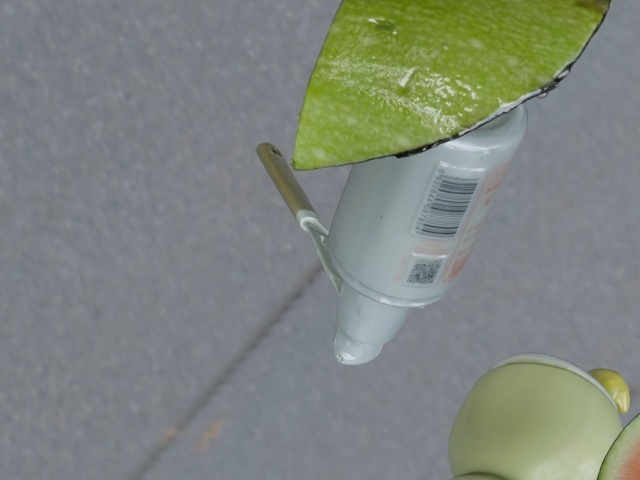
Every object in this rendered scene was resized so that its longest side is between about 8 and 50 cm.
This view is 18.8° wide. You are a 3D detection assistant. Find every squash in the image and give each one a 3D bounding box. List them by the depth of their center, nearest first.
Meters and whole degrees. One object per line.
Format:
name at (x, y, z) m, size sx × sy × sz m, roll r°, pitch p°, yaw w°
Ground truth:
squash at (0.071, -0.136, 1.123) m, size 0.184 × 0.192 × 0.085 m, roll -13°, pitch 121°, yaw 34°

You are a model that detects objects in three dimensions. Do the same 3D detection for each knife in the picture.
knife at (0.002, -0.002, 1.659) m, size 0.047 × 0.298 × 0.017 m, roll 34°, pitch 106°, yaw -34°

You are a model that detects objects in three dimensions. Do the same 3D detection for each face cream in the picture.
face cream at (0.059, -0.009, 1.341) m, size 0.101 × 0.101 × 0.251 m, roll -2°, pitch 136°, yaw -23°

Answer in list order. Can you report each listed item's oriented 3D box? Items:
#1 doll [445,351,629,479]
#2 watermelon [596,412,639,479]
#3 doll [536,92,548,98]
doll at (0.149, 0.190, 1.509) m, size 0.296 × 0.141 × 0.117 m, roll -53°, pitch 139°, yaw -42°
watermelon at (0.221, 0.166, 1.150) m, size 0.135 × 0.094 × 0.125 m, roll -29°, pitch 116°, yaw -29°
doll at (0.218, -0.205, 2.079) m, size 0.152 × 0.114 × 0.085 m, roll -47°, pitch 153°, yaw -35°
